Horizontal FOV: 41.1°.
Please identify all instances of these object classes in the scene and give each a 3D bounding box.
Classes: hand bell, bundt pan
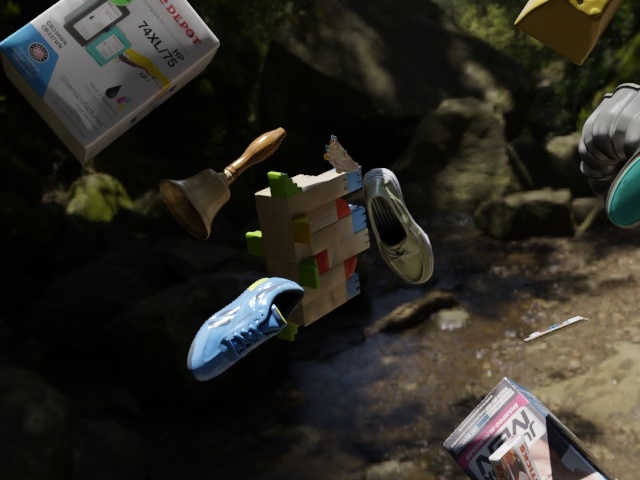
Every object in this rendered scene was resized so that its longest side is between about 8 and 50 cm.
[{"bbox_3d":[-0.150,-0.122,1.498,0.242,0.126,0.126,-41,33,-24],"label":"hand bell"},{"bbox_3d":[0.638,-0.137,1.669,0.124,0.331,0.331,-39,29,-14],"label":"bundt pan"}]

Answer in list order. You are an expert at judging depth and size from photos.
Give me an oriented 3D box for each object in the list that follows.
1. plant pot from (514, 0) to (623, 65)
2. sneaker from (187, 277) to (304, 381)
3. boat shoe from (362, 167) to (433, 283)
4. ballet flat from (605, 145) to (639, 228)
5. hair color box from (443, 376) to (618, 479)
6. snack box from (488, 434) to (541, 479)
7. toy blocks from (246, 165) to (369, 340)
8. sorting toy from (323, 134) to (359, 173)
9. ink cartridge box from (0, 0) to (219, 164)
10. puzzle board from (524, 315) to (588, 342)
[{"bbox_3d":[0.250,-0.233,0.831,0.081,0.081,0.083,33,0,4],"label":"plant pot"},{"bbox_3d":[-0.106,0.127,1.249,0.082,0.069,0.209,5,40,48],"label":"sneaker"},{"bbox_3d":[0.154,-0.009,1.784,0.109,0.302,0.094,-15,36,22],"label":"boat shoe"},{"bbox_3d":[0.580,-0.144,1.431,0.095,0.280,0.096,34,21,11],"label":"ballet flat"},{"bbox_3d":[0.381,0.411,1.427,0.174,0.105,0.347,-50,46,8],"label":"hair color box"},{"bbox_3d":[0.279,0.353,1.133,0.022,0.178,0.064,-18,6,46],"label":"snack box"},{"bbox_3d":[0.000,0.000,1.872,0.191,0.381,0.261,10,26,40],"label":"toy blocks"},{"bbox_3d":[0.037,-0.181,1.738,0.045,0.083,0.075,-31,29,19],"label":"sorting toy"},{"bbox_3d":[-0.336,-0.290,1.363,0.270,0.198,0.197,-42,9,-14],"label":"ink cartridge box"},{"bbox_3d":[0.386,0.145,1.394,0.096,0.011,0.128,-26,-14,17],"label":"puzzle board"}]
